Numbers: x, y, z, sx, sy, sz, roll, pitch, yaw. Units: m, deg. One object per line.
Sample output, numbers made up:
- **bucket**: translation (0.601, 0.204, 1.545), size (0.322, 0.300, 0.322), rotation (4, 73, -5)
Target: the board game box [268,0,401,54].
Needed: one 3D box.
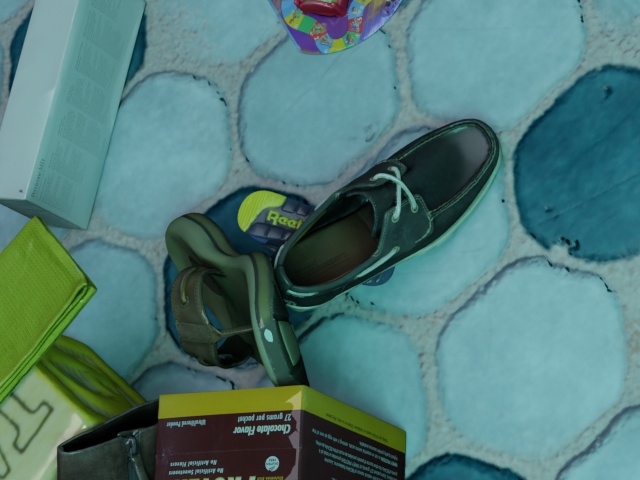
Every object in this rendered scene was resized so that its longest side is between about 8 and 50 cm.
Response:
- **board game box**: translation (0.003, -0.255, 1.614), size (0.133, 0.033, 0.169), rotation (-37, 59, 13)

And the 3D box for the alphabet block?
- **alphabet block**: translation (-0.259, 0.195, 1.514), size (0.193, 0.192, 0.197), rotation (39, 95, 31)

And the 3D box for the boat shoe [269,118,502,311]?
- **boat shoe**: translation (0.057, -0.024, 1.454), size (0.233, 0.079, 0.084), rotation (-35, 77, -8)

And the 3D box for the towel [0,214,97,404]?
- **towel**: translation (-0.288, 0.094, 1.440), size (0.237, 0.021, 0.102), rotation (-48, 58, 7)

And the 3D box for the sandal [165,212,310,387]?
- **sandal**: translation (-0.084, 0.062, 1.450), size (0.086, 0.120, 0.303), rotation (-23, 20, -15)

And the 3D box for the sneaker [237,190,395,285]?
- **sneaker**: translation (0.000, 0.000, 1.521), size (0.144, 0.059, 0.053), rotation (24, 77, 13)

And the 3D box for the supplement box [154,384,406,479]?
- **supplement box**: translation (-0.031, 0.230, 1.373), size (0.129, 0.191, 0.194), rotation (-6, 71, 26)

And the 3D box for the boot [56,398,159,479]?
- **boot**: translation (-0.206, 0.249, 1.404), size (0.090, 0.248, 0.207), rotation (29, 131, 43)

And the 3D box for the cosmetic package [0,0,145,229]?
- **cosmetic package**: translation (-0.245, -0.139, 1.673), size (0.060, 0.099, 0.239), rotation (6, 76, 30)
